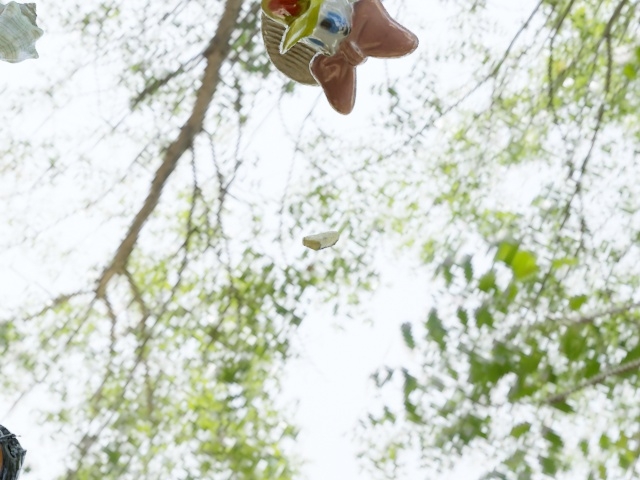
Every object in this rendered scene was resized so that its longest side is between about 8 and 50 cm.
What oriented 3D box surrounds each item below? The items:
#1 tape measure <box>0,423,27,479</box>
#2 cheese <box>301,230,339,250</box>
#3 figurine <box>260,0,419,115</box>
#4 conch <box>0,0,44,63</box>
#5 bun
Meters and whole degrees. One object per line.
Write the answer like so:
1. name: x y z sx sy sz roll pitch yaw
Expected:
1. tape measure: -0.559 0.354 1.716 0.223 0.202 0.135 17 -43 -15
2. cheese: 0.000 0.000 2.018 0.044 0.083 0.030 14 -72 25
3. figurine: -0.072 -0.344 1.339 0.154 0.193 0.420 -41 -103 35
4. conch: -0.578 -0.392 2.156 0.114 0.234 0.137 22 -63 -19
5. bun: 0.003 -0.309 1.632 0.166 0.113 0.173 -43 -107 39
